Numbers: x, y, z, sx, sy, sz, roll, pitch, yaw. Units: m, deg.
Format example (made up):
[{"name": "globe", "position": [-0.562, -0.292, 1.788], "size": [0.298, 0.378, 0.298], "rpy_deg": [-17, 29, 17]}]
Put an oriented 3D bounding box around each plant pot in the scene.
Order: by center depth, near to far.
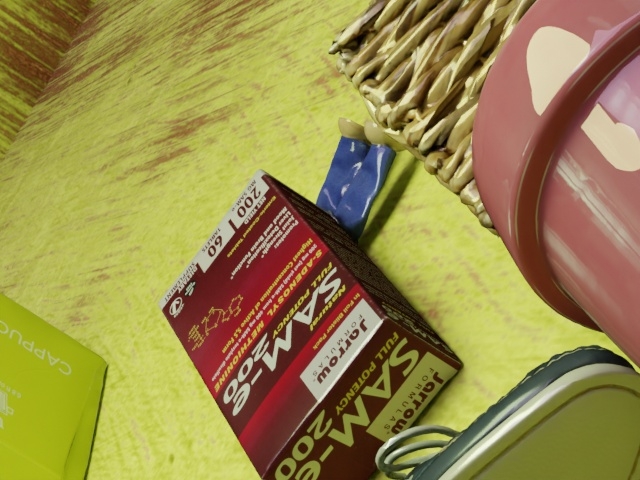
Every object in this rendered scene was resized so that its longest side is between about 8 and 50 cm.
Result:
[{"name": "plant pot", "position": [0.181, -0.007, 0.572], "size": [0.201, 0.201, 0.180], "rpy_deg": [-47, 38, 21]}]

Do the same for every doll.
[{"name": "doll", "position": [0.000, 0.000, 1.119], "size": [0.129, 0.046, 0.189], "rpy_deg": [17, 80, 58]}]

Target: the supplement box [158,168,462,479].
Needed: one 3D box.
[{"name": "supplement box", "position": [-0.016, 0.061, 0.979], "size": [0.130, 0.073, 0.239], "rpy_deg": [-53, 33, 7]}]

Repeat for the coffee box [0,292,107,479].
[{"name": "coffee box", "position": [-0.437, 0.221, 1.328], "size": [0.334, 0.337, 0.338], "rpy_deg": [-43, 24, 27]}]

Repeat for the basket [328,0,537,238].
[{"name": "basket", "position": [0.201, -0.117, 0.780], "size": [0.299, 0.223, 0.213], "rpy_deg": [-50, 51, 10]}]

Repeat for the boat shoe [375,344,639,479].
[{"name": "boat shoe", "position": [0.069, 0.137, 0.698], "size": [0.079, 0.095, 0.255], "rpy_deg": [-99, 30, -54]}]
